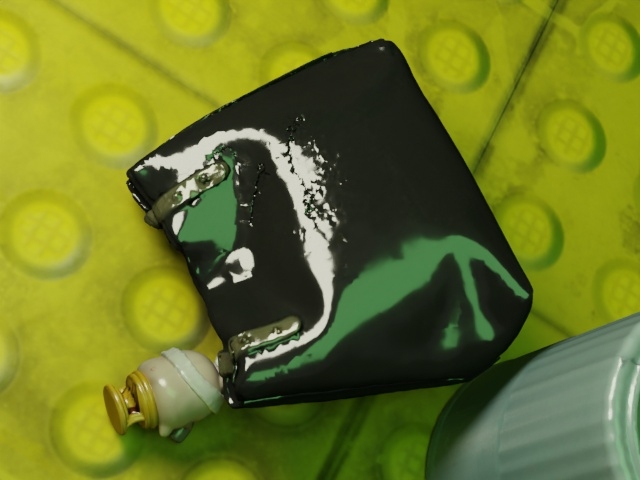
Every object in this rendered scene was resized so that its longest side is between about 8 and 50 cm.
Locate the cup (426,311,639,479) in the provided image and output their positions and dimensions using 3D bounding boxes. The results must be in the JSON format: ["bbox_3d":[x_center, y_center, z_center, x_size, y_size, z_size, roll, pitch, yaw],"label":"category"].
[{"bbox_3d":[0.291,0.227,1.309,0.257,0.311,0.331,-28,85,-27],"label":"cup"}]

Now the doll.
[{"bbox_3d":[-0.122,0.138,1.313,0.127,0.073,0.084,-17,113,-22],"label":"doll"}]

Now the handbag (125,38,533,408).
[{"bbox_3d":[0.000,0.000,1.352,0.288,0.152,0.342,-17,65,-21],"label":"handbag"}]
